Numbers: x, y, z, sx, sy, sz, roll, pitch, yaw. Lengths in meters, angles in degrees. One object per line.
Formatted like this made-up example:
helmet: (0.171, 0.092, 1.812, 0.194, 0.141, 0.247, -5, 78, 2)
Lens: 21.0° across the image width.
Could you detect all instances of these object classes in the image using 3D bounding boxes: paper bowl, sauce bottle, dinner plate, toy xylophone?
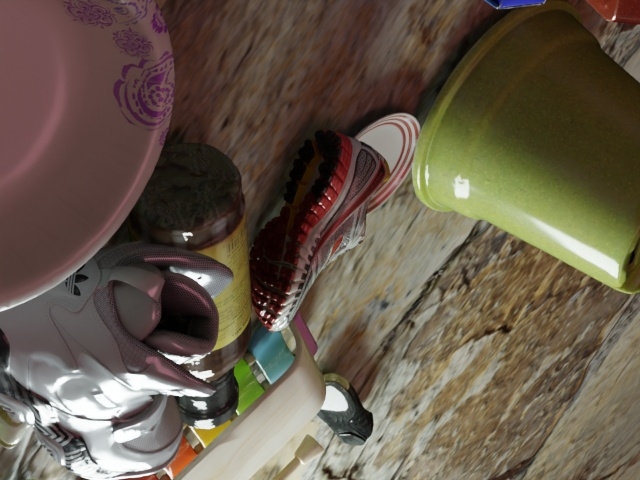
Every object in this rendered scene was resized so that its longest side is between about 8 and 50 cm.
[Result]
paper bowl: (-0.254, -0.100, 1.234, 0.284, 0.148, 0.284, -30, 137, -32)
sauce bottle: (-0.119, 0.059, 1.650, 0.111, 0.111, 0.344, -34, 146, -25)
dinner plate: (0.050, -0.078, 1.812, 0.141, 0.017, 0.141, -32, 146, -26)
toy xylophone: (-0.110, 0.226, 1.884, 0.322, 0.081, 0.236, -39, 149, -18)

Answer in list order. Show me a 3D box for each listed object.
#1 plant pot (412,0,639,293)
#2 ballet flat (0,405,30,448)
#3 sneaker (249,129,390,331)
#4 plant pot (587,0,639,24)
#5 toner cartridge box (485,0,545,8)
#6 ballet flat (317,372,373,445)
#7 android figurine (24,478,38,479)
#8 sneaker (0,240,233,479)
plant pot: (0.284, -0.082, 1.864, 0.276, 0.254, 0.276, -38, 150, -26)
ballet flat: (-0.314, 0.162, 1.545, 0.241, 0.077, 0.091, -19, 138, -42)
sneaker: (0.000, 0.000, 1.742, 0.092, 0.088, 0.225, 12, 117, -35)
plant pot: (0.335, -0.357, 1.654, 0.235, 0.267, 0.267, -22, 142, -19)
toner cartridge box: (0.182, -0.391, 1.481, 0.075, 0.165, 0.348, -13, 135, -46)
ballet flat: (0.026, 0.197, 2.081, 0.173, 0.057, 0.049, 66, 28, -59)
android figurine: (-0.363, 0.327, 1.695, 0.248, 0.056, 0.273, -39, 151, -17)
sneaker: (-0.160, 0.113, 1.522, 0.366, 0.210, 0.137, 51, 40, -53)
